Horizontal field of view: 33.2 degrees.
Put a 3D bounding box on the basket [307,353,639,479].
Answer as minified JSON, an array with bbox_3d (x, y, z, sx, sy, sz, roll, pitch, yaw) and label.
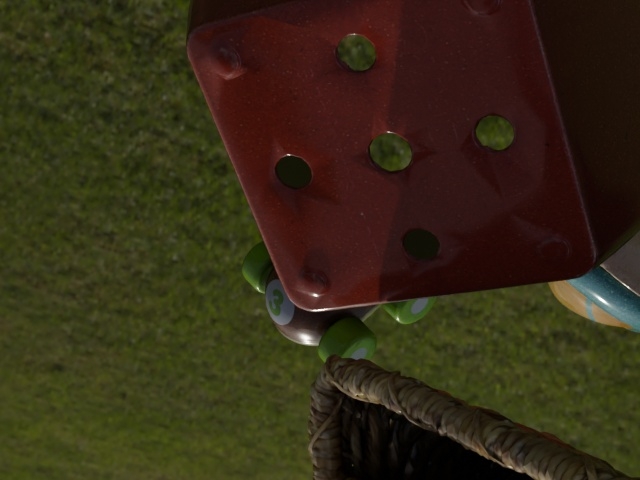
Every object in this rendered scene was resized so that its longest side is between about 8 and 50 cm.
[{"bbox_3d":[0.108,0.210,0.535,0.223,0.213,0.299,26,175,-32],"label":"basket"}]

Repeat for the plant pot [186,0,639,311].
[{"bbox_3d":[0.067,-0.103,0.642,0.267,0.235,0.267,-9,117,25],"label":"plant pot"}]

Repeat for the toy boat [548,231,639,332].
[{"bbox_3d":[0.307,0.066,0.983,0.267,0.318,0.148,22,114,-47],"label":"toy boat"}]

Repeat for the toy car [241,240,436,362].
[{"bbox_3d":[0.000,0.000,0.965,0.155,0.149,0.188,44,167,35],"label":"toy car"}]
